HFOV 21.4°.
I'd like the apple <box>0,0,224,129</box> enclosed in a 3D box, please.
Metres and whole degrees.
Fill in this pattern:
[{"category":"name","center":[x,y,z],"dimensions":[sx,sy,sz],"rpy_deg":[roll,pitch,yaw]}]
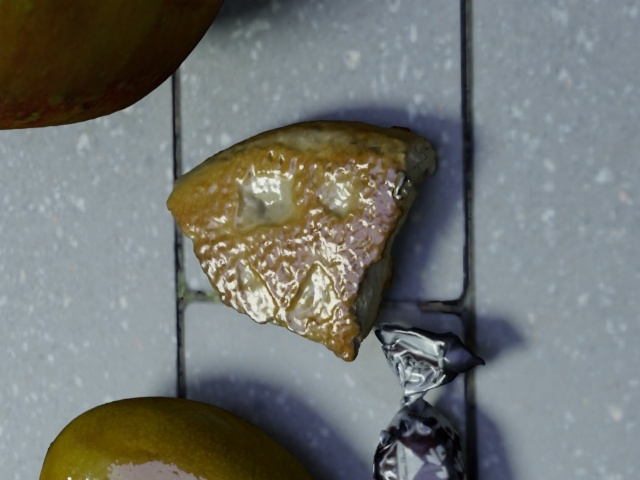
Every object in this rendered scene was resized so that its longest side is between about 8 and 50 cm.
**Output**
[{"category":"apple","center":[-0.227,-0.247,1.013],"dimensions":[0.384,0.374,0.374],"rpy_deg":[11,99,15]}]

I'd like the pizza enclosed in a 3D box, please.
[{"category":"pizza","center":[0.000,0.000,1.070],"dimensions":[0.182,0.062,0.161],"rpy_deg":[-22,74,26]}]

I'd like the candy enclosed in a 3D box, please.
[{"category":"candy","center":[0.071,0.160,1.039],"dimensions":[0.094,0.051,0.226],"rpy_deg":[-8,90,21]}]

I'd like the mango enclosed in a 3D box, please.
[{"category":"mango","center":[-0.079,0.177,1.104],"dimensions":[0.227,0.099,0.136],"rpy_deg":[20,98,21]}]
